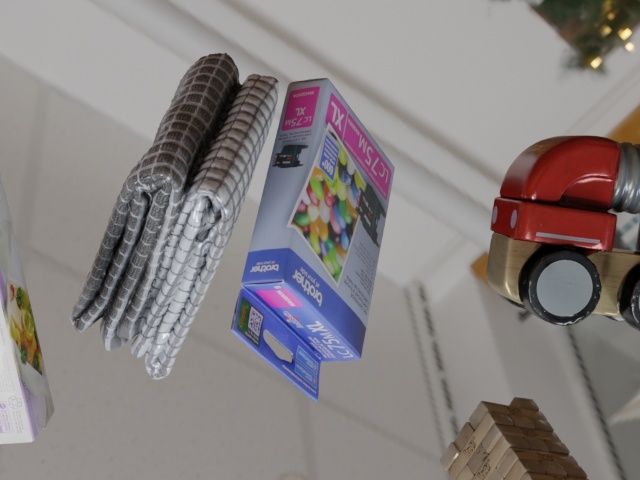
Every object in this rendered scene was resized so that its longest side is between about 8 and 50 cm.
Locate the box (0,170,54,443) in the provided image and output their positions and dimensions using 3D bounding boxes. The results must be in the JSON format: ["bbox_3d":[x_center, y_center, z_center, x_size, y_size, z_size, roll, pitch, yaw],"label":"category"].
[{"bbox_3d":[-0.301,0.023,1.071,0.063,0.067,0.324,-72,-26,-70],"label":"box"}]

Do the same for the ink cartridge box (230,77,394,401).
[{"bbox_3d":[0.000,0.000,1.346,0.186,0.065,0.311,48,-133,-47],"label":"ink cartridge box"}]

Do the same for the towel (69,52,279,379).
[{"bbox_3d":[-0.155,-0.030,1.310,0.121,0.283,0.235,23,-141,-6],"label":"towel"}]

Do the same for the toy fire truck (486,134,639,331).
[{"bbox_3d":[0.257,-0.052,0.936,0.217,0.246,0.158,8,-177,-6],"label":"toy fire truck"}]

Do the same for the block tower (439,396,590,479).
[{"bbox_3d":[0.236,0.295,1.200,0.097,0.091,0.335,14,-152,-33],"label":"block tower"}]
